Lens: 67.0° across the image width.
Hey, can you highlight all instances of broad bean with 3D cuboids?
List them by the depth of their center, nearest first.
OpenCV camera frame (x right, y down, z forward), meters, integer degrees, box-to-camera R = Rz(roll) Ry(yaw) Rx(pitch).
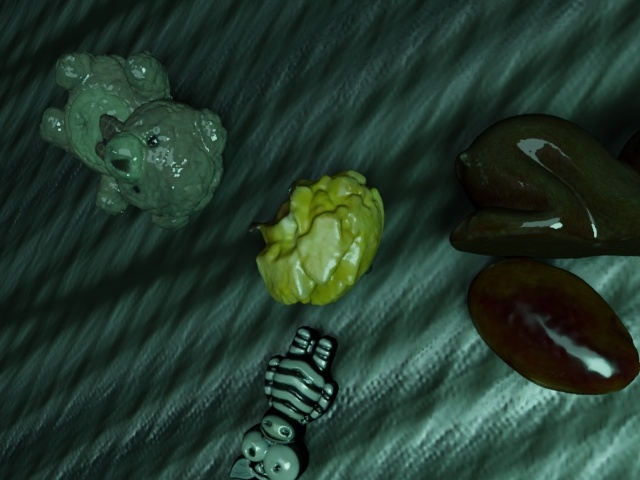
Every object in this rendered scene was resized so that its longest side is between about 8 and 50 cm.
[{"bbox_3d":[0.227,0.084,0.485,0.114,0.084,0.165,-38,64,-5],"label":"broad bean"}]

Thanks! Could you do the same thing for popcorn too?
[{"bbox_3d":[0.000,0.000,0.548,0.152,0.148,0.167,32,80,-9],"label":"popcorn"}]

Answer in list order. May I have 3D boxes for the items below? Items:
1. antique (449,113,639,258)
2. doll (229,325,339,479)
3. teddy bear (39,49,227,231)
[{"bbox_3d":[0.264,-0.056,0.472,0.257,0.121,0.143,1,74,28],"label":"antique"},{"bbox_3d":[-0.040,0.211,0.576,0.091,0.067,0.219,21,92,18],"label":"doll"},{"bbox_3d":[-0.252,-0.137,0.660,0.267,0.151,0.236,44,120,23],"label":"teddy bear"}]
